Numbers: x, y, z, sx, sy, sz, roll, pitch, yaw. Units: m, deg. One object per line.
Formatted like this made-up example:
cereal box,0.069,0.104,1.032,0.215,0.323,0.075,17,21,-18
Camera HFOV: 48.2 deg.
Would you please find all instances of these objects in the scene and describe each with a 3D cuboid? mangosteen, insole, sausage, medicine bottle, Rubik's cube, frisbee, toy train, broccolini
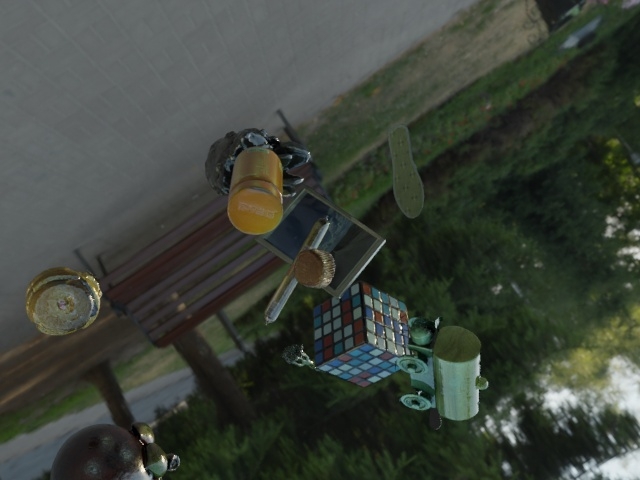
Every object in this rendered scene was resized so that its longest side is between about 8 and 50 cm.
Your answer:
mangosteen,-0.536,0.611,1.838,0.300,0.300,0.300,-35,173,-5
insole,0.273,-0.225,2.313,0.109,0.322,0.007,-17,164,33
sausage,-0.051,0.063,1.531,0.269,0.032,0.033,-60,175,-5
medicine bottle,-0.115,-0.095,1.293,0.096,0.096,0.192,-37,-156,15
Rubik's cube,0.105,0.242,1.820,0.182,0.184,0.187,28,131,-35
frisbee,0.322,0.388,1.972,0.012,0.187,0.211,17,107,-29
toy train,0.260,0.267,1.526,0.308,0.189,0.126,77,20,-48
broccolini,-0.038,0.362,2.189,0.067,0.058,0.216,-14,155,29

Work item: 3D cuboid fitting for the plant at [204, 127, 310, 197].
plant,-0.176,-0.189,1.898,0.198,0.189,0.276,21,171,-40

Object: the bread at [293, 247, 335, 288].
bread,-0.008,0.055,1.429,0.085,0.085,0.053,-40,161,34

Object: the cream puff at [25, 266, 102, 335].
cream puff,-0.653,0.146,1.827,0.189,0.189,0.129,-34,-153,-9

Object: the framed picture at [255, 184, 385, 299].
framed picture,0.000,0.000,1.691,0.189,0.260,0.023,-49,158,-14
